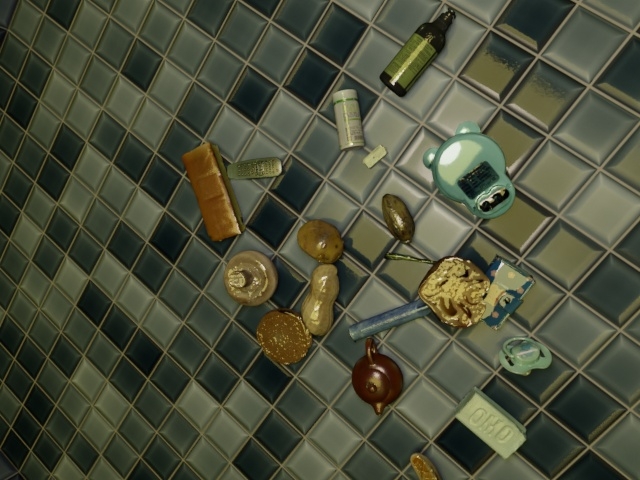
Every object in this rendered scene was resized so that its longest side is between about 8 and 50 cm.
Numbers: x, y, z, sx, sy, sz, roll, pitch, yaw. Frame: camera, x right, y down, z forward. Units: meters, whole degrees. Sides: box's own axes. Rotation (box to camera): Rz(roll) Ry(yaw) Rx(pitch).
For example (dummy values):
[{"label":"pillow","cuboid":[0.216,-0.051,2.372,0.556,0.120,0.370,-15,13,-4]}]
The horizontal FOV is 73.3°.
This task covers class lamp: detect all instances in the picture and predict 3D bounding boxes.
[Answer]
[{"label":"lamp","cuboid":[0.456,-0.194,1.280,0.209,0.147,0.284,-39,73,21]}]

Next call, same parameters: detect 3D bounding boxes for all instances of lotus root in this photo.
[{"label":"lotus root","cuboid":[0.255,-0.073,1.400,0.080,0.089,0.179,-20,85,-16]},{"label":"lotus root","cuboid":[0.413,0.148,1.312,0.188,0.180,0.199,-43,81,13]}]

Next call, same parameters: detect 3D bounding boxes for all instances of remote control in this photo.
[{"label":"remote control","cuboid":[-0.242,-0.263,1.585,0.221,0.042,0.072,-2,94,19]}]

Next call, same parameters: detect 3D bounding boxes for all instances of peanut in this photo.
[{"label":"peanut","cuboid":[-0.002,0.204,1.503,0.123,0.123,0.257,11,96,19]}]

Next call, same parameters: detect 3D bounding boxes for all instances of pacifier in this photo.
[{"label":"pacifier","cuboid":[0.617,0.362,1.313,0.150,0.127,0.117,-20,129,-5]}]

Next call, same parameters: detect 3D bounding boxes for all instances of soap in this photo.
[{"label":"soap","cuboid":[0.538,0.577,1.366,0.198,0.063,0.115,38,105,13]}]

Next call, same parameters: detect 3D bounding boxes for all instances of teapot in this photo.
[{"label":"teapot","cuboid":[0.184,0.456,1.448,0.178,0.135,0.252,-10,93,17]}]

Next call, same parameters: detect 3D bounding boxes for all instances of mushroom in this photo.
[{"label":"mushroom","cuboid":[-0.262,0.137,1.538,0.207,0.215,0.208,0,90,13]}]

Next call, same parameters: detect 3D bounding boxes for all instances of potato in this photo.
[{"label":"potato","cuboid":[0.000,0.000,1.478,0.175,0.137,0.137,33,105,11]}]

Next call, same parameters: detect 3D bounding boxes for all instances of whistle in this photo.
[{"label":"whistle","cuboid":[0.239,0.266,1.449,0.304,0.062,0.062,-26,86,20]}]

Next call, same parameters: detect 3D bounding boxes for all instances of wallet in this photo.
[{"label":"wallet","cuboid":[0.550,0.164,1.327,0.141,0.059,0.202,35,105,12]}]

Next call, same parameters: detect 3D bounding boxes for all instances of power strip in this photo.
[{"label":"power strip","cuboid":[0.183,-0.281,1.442,0.090,0.016,0.040,-40,81,18]}]

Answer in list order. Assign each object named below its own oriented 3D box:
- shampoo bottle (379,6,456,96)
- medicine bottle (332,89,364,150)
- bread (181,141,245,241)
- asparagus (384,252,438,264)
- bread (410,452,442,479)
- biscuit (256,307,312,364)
[{"label":"shampoo bottle","cuboid":[0.308,-0.584,1.324,0.101,0.101,0.284,44,108,11]},{"label":"medicine bottle","cuboid":[0.093,-0.396,1.428,0.086,0.086,0.184,-7,92,20]},{"label":"bread","cuboid":[-0.401,-0.177,1.632,0.138,0.077,0.362,-20,88,19]},{"label":"asparagus","cuboid":[0.324,0.064,1.421,0.232,0.023,0.022,7,142,20]},{"label":"bread","cuboid":[0.376,0.807,1.453,0.073,0.053,0.214,-30,87,24]},{"label":"biscuit","cuboid":[-0.134,0.355,1.601,0.225,0.042,0.226,2,97,18]}]
